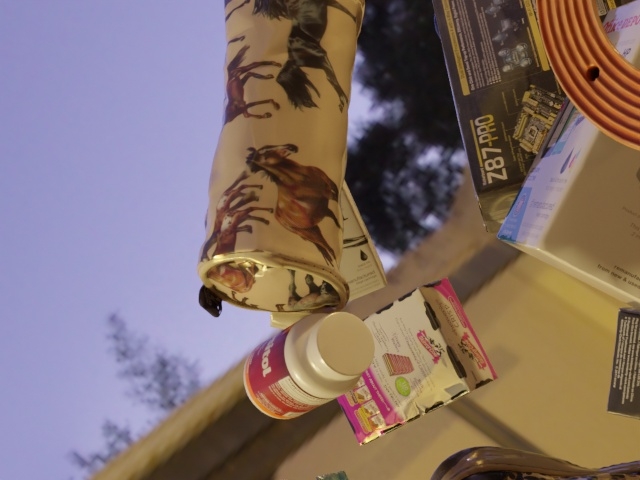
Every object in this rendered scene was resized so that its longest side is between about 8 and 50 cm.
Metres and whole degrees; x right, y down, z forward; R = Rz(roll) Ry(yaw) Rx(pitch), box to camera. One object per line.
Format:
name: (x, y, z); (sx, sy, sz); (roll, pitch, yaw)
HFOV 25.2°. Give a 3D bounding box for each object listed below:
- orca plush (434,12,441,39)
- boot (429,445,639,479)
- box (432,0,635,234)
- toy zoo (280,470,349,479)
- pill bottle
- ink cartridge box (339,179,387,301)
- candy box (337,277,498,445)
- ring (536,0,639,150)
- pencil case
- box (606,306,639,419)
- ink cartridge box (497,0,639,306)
orca plush: (0.241, -0.425, 2.079); (0.151, 0.102, 0.287); (-8, -43, -38)
boot: (0.303, 0.321, 1.330); (0.284, 0.377, 0.138); (-110, 35, -64)
box: (0.318, -0.219, 1.782); (0.318, 0.395, 0.097); (-14, -38, 7)
toy zoo: (-0.082, 0.388, 1.899); (0.293, 0.030, 0.192); (-33, -28, 15)
pill bottle: (-0.010, 0.122, 1.431); (0.086, 0.086, 0.152); (-39, 2, -34)
ink cartridge box: (0.000, 0.000, 2.294); (0.148, 0.086, 0.203); (-23, -66, 7)
candy box: (0.115, 0.171, 2.001); (0.071, 0.159, 0.233); (-18, -11, -46)
ring: (0.312, -0.231, 1.140); (0.032, 0.336, 0.336); (7, -63, -44)
pencil case: (-0.038, -0.115, 1.534); (0.183, 0.160, 0.410); (107, 168, -63)
box: (0.531, 0.174, 1.850); (0.165, 0.270, 0.143); (1, -83, -55)
ink cartridge box: (0.334, -0.075, 1.403); (0.270, 0.197, 0.198); (-64, 5, 1)
